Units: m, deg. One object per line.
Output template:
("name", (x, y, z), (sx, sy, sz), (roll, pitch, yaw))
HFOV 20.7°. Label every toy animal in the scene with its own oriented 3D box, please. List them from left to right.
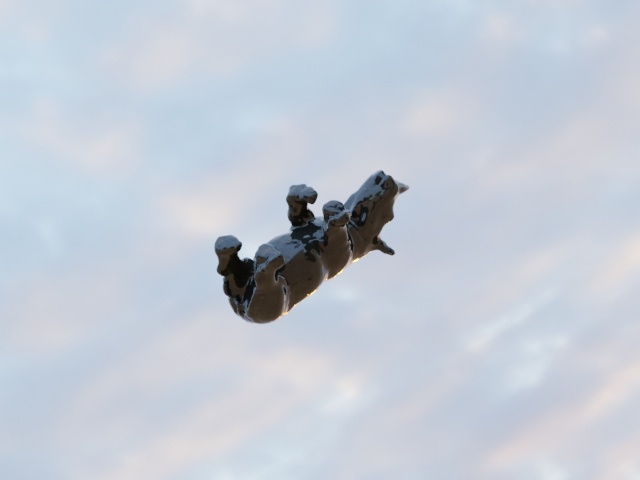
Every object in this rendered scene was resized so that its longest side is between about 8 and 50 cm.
("toy animal", (0.000, 0.000, 1.025), (0.136, 0.047, 0.065), (-36, -41, -28))
